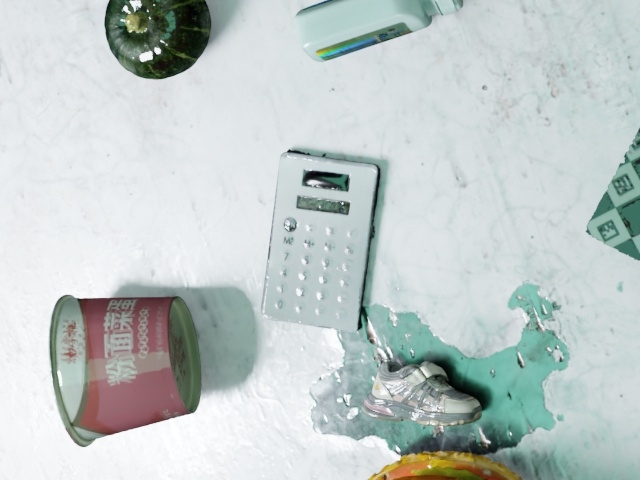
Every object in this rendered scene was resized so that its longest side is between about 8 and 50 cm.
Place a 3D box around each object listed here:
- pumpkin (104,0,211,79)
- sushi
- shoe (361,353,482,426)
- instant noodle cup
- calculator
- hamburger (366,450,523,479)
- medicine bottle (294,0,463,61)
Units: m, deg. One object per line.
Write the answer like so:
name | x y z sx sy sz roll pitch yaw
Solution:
pumpkin | -0.245 -0.323 1.994 0.167 0.125 0.167 1 107 4
sushi | 0.513 -0.060 1.817 0.219 0.047 0.231 30 97 18
shoe | 0.149 0.216 1.927 0.180 0.089 0.092 4 92 25
instant noodle cup | -0.287 0.182 1.994 0.178 0.235 0.235 -9 90 8
calculator | 0.000 0.000 1.991 0.161 0.021 0.262 8 96 16
hamburger | 0.171 0.459 1.846 0.330 0.250 0.330 1 92 18
medicine bottle | 0.086 -0.325 1.892 0.229 0.121 0.083 -17 87 17
